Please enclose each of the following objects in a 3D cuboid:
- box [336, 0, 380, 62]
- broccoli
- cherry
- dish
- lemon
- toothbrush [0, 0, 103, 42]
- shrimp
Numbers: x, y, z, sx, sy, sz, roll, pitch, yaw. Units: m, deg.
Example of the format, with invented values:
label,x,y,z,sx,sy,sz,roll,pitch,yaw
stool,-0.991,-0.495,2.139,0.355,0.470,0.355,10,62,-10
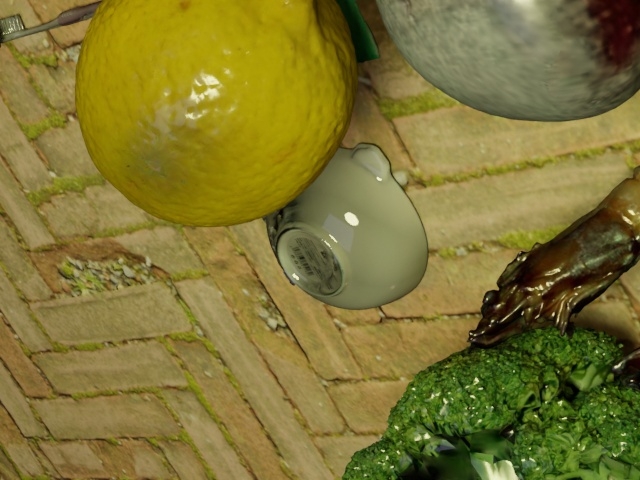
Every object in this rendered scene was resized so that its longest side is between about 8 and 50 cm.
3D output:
label,x,y,z,sx,sy,sz,roll,pitch,yaw
box,-0.076,-0.324,1.328,0.264,0.106,0.336,-1,121,43
broccoli,0.215,0.245,1.390,0.413,0.321,0.310,-17,83,23
cherry,0.166,-0.218,1.115,0.255,0.218,0.296,56,153,-17
dish,0.000,0.000,1.540,0.228,0.086,0.236,17,131,32
lemon,-0.092,-0.137,1.225,0.267,0.267,0.267,24,135,26
toothbrush,-0.280,-0.270,1.618,0.354,0.024,0.029,-4,110,44
shrimp,0.274,0.051,1.235,0.178,0.289,0.075,55,-178,20
